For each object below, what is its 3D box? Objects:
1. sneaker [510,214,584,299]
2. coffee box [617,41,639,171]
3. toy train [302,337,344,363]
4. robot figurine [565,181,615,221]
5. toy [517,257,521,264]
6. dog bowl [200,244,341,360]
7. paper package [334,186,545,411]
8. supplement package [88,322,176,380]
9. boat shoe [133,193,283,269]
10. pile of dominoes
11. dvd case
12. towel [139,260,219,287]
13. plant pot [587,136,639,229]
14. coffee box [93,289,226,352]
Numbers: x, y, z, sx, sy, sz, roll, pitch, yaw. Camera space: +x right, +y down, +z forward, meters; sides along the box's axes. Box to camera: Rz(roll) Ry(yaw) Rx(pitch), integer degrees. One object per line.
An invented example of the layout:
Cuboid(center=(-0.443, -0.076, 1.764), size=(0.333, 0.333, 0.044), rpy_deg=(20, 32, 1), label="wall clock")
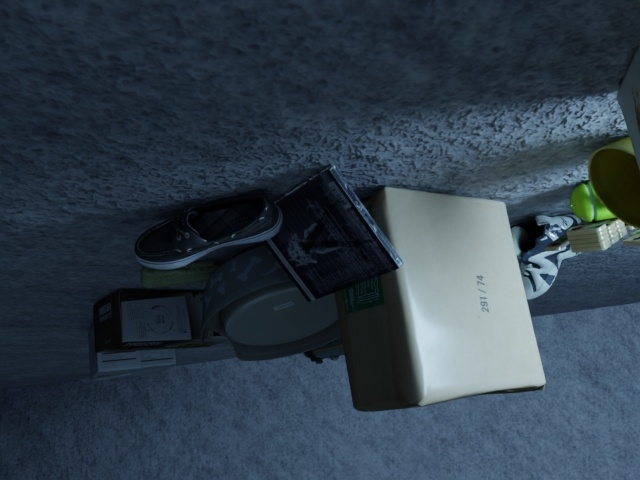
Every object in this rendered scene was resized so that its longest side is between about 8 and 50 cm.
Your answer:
Cuboid(center=(0.413, 0.029, 1.229), size=(0.153, 0.094, 0.235), rpy_deg=(12, 141, -20), label="sneaker")
Cuboid(center=(0.479, -0.074, 0.478), size=(0.339, 0.337, 0.334), rpy_deg=(-11, 165, 12), label="coffee box")
Cuboid(center=(0.071, 0.221, 1.637), size=(0.334, 0.190, 0.142), rpy_deg=(-18, 161, 34), label="toy train")
Cuboid(center=(0.468, -0.069, 1.008), size=(0.115, 0.067, 0.101), rpy_deg=(-11, 177, 14), label="robot figurine")
Cuboid(center=(0.413, 0.036, 1.361), size=(0.237, 0.056, 0.137), rpy_deg=(-30, 140, 25), label="toy")
Cuboid(center=(-0.073, 0.122, 1.217), size=(0.349, 0.102, 0.348), rpy_deg=(-13, 149, -8), label="dog bowl")
Cuboid(center=(0.183, 0.099, 0.990), size=(0.310, 0.324, 0.168), rpy_deg=(4, 162, -38), label="paper package")
Cuboid(center=(-0.538, 0.302, 1.722), size=(0.204, 0.145, 0.262), rpy_deg=(-1, 163, -25), label="supplement package")
Cuboid(center=(-0.170, -0.017, 0.872), size=(0.229, 0.080, 0.076), rpy_deg=(-10, 156, 9), label="boat shoe")
Cuboid(center=(0.521, -0.041, 1.051), size=(0.251, 0.040, 0.196), rpy_deg=(-25, -170, -38), label="pile of dominoes")
Cuboid(center=(0.000, 0.000, 0.893), size=(0.221, 0.164, 0.018), rpy_deg=(-27, -168, 50), label="dvd case")
Cuboid(center=(-0.281, 0.068, 1.217), size=(0.148, 0.027, 0.110), rpy_deg=(-2, 163, -20), label="towel")
Cuboid(center=(0.452, -0.095, 0.833), size=(0.095, 0.134, 0.134), rpy_deg=(-34, 168, -10), label="plant pot")
Cuboid(center=(-0.365, 0.193, 1.456), size=(0.297, 0.118, 0.168), rpy_deg=(5, 161, -40), label="coffee box")
